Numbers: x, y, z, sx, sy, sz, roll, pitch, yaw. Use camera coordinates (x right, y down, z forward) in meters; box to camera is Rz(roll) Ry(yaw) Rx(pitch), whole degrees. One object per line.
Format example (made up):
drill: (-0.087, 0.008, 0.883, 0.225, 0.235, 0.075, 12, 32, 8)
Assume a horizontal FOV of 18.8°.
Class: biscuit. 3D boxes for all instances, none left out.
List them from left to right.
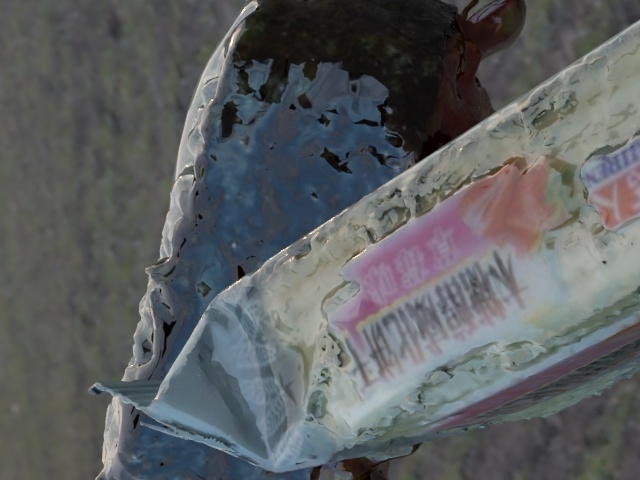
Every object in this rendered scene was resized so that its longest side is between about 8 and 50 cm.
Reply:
biscuit: (0.094, -0.004, 0.601, 0.309, 0.186, 0.079, -32, 70, 37)

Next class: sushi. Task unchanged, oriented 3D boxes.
sushi: (0.000, 0.000, 1.055, 0.196, 0.182, 0.343, -90, 18, -66)
